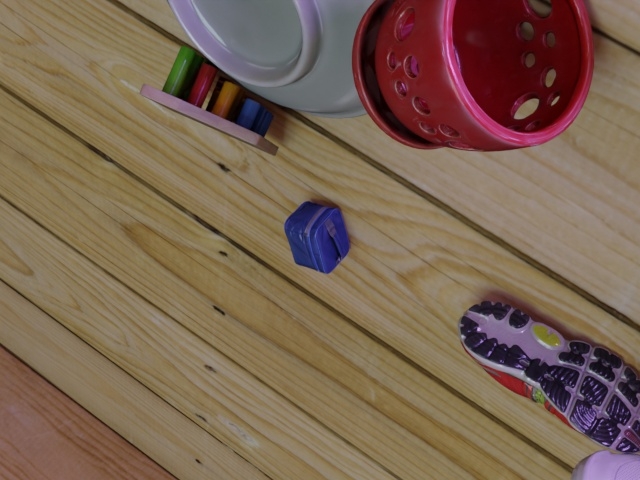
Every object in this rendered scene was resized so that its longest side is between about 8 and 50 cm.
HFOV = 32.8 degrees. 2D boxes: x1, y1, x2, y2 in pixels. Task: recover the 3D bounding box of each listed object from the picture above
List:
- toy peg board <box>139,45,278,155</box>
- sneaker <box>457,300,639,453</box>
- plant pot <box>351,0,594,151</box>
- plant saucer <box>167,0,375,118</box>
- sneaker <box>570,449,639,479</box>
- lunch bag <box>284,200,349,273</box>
[{"bbox_3d":[-0.127,-0.182,1.401,0.161,0.079,0.161,24,-177,6],"label":"toy peg board"},{"bbox_3d":[0.302,0.174,1.400,0.279,0.107,0.118,36,166,17],"label":"sneaker"},{"bbox_3d":[0.140,-0.175,1.055,0.191,0.191,0.174,54,152,-17],"label":"plant pot"},{"bbox_3d":[-0.070,-0.287,1.231,0.400,0.100,0.400,28,145,22],"label":"plant saucer"},{"bbox_3d":[0.483,0.301,1.235,0.366,0.137,0.210,21,144,-10],"label":"sneaker"},{"bbox_3d":[0.000,0.000,1.522,0.065,0.067,0.098,17,141,36],"label":"lunch bag"}]
